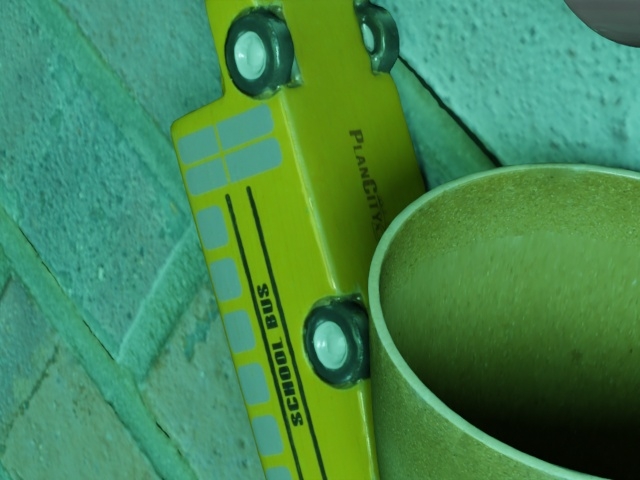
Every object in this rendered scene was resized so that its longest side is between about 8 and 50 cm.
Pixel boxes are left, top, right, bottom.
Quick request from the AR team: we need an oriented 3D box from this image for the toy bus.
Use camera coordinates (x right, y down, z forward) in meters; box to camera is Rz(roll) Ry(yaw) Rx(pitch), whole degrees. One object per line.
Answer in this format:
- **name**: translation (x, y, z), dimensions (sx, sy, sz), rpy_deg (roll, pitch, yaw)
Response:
- **toy bus**: translation (0.000, 0.000, 0.998), dimensions (0.130, 0.108, 0.332), rpy_deg (-19, 86, 46)

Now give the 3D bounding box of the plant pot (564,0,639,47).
- **plant pot**: translation (0.201, -0.162, 0.723), dimensions (0.180, 0.201, 0.201), rpy_deg (-1, 98, 61)

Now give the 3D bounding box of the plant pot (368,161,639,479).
- **plant pot**: translation (0.128, 0.128, 0.842), dimensions (0.237, 0.237, 0.254), rpy_deg (39, 139, 32)
